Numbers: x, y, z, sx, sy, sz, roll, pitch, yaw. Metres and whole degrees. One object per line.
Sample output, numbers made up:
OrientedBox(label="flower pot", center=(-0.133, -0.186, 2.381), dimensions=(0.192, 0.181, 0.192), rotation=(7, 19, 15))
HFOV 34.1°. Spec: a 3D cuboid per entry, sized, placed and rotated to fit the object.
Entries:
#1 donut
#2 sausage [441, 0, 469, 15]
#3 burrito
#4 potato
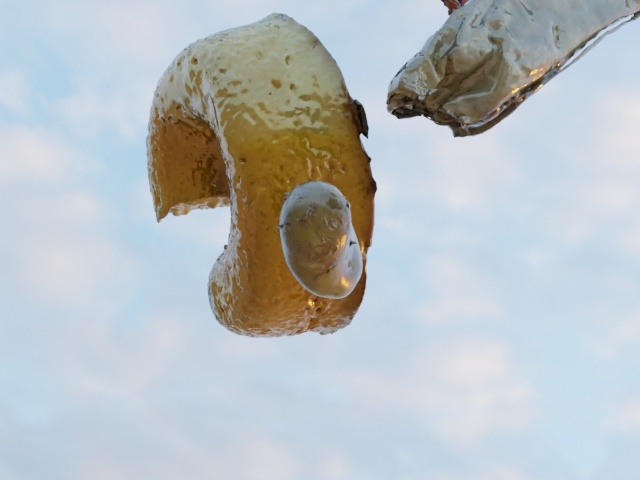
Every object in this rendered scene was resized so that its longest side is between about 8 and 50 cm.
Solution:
OrientedBox(label="donut", center=(-0.095, -0.095, 1.315), dimensions=(0.163, 0.435, 0.377), rotation=(-12, -47, -23))
OrientedBox(label="sausage", center=(0.196, -0.284, 1.106), dimensions=(0.145, 0.048, 0.050), rotation=(-30, -28, -12))
OrientedBox(label="burrito", center=(0.123, -0.119, 0.578), dimensions=(0.063, 0.229, 0.058), rotation=(50, -36, 9))
OrientedBox(label="potato", center=(0.000, 0.000, 0.993), dimensions=(0.070, 0.091, 0.138), rotation=(-1, -38, 10))
